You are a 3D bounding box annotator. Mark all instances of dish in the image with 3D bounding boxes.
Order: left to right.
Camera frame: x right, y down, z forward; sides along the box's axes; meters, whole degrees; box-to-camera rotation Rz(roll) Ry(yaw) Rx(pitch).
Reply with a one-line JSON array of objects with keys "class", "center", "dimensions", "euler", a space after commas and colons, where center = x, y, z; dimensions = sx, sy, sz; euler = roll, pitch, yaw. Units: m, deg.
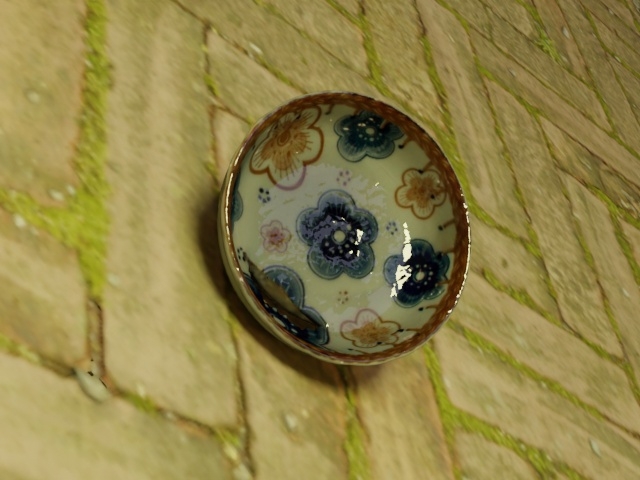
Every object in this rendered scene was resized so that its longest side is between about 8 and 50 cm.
[{"class": "dish", "center": [0.000, 0.000, 0.726], "dimensions": [0.141, 0.078, 0.141], "euler": [6, 75, -25]}]
